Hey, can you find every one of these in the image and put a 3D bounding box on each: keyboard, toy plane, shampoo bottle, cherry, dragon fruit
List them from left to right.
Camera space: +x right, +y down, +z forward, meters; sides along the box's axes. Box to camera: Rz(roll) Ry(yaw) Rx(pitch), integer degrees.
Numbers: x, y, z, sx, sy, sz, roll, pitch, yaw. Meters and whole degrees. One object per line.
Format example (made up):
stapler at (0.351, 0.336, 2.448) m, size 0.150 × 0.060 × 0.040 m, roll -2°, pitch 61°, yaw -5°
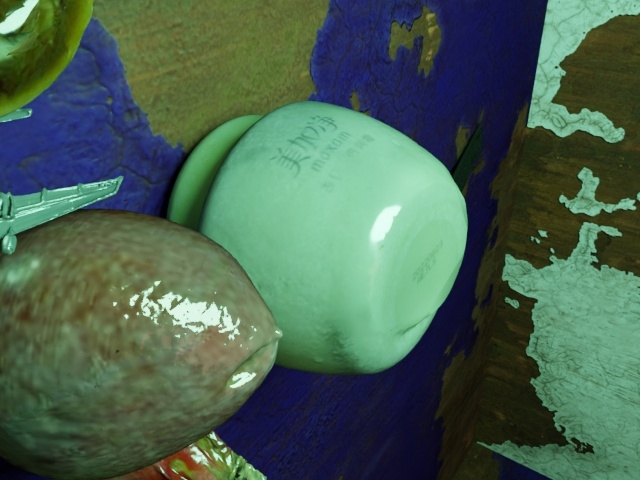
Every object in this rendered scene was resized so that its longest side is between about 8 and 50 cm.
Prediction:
toy plane at (-0.258, -0.027, 0.414) m, size 0.225 × 0.226 × 0.058 m, roll 5°, pitch 133°, yaw -23°
cherry at (-0.185, 0.088, 0.526) m, size 0.261 × 0.307 × 0.221 m, roll 75°, pitch 7°, yaw -46°
dragon fruit at (-0.175, 0.296, 0.730) m, size 0.134 × 0.211 × 0.262 m, roll -58°, pitch 142°, yaw -35°
shampoo bottle at (0.000, 0.000, 0.722) m, size 0.322 × 0.317 × 0.323 m, roll -39°, pitch 140°, yaw -43°
keyboard at (0.336, -0.145, 1.462) m, size 0.381 × 0.041 × 0.104 m, roll -51°, pitch 144°, yaw -30°

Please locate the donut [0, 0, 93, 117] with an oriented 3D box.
donut at (-0.276, -0.212, 0.331) m, size 0.330 × 0.159 × 0.330 m, roll -28°, pitch 134°, yaw -35°
